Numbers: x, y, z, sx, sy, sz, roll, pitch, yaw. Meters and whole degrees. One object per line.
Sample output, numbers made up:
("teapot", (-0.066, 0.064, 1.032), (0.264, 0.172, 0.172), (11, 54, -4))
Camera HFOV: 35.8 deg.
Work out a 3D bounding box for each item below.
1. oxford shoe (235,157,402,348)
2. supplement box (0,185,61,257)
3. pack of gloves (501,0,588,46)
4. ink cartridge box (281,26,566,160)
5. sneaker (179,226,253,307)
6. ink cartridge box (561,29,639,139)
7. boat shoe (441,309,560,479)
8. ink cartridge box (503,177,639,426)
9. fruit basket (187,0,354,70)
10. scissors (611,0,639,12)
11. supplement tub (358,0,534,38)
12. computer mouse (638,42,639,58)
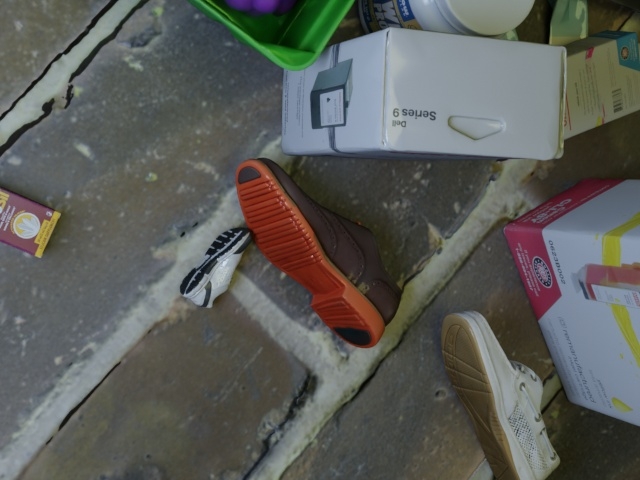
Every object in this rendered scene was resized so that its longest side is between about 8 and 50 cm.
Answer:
("oxford shoe", (0.000, 0.000, 1.179), (0.098, 0.097, 0.271), (-49, 115, -33))
("supplement box", (-0.328, -0.023, 1.057), (0.083, 0.043, 0.055), (24, 86, -21))
("pack of gloves", (0.278, -0.288, 1.284), (0.195, 0.046, 0.232), (-8, 96, -22))
("ink cartridge box", (0.103, -0.150, 1.090), (0.211, 0.289, 0.122), (1, 94, -22))
("sneaker", (-0.116, 0.031, 1.155), (0.109, 0.040, 0.044), (-49, 125, -8))
("ink cartridge box", (0.324, -0.196, 1.279), (0.181, 0.061, 0.104), (-21, 113, -19))
("boat shoe", (0.238, 0.196, 1.277), (0.096, 0.098, 0.277), (-30, 113, -18))
("ink cartridge box", (0.423, 0.082, 1.184), (0.160, 0.384, 0.279), (-27, 103, -18))
("fruit basket", (-0.022, -0.389, 0.985), (0.283, 0.392, 0.392), (36, 80, -20))
("scissors", (0.467, -0.317, 1.357), (0.297, 0.021, 0.109), (25, 72, -23))
("supplement tub", (0.143, -0.286, 1.145), (0.144, 0.199, 0.144), (-1, 94, -22))
("computer mouse", (0.498, -0.201, 1.379), (0.193, 0.042, 0.106), (36, 81, -20))
